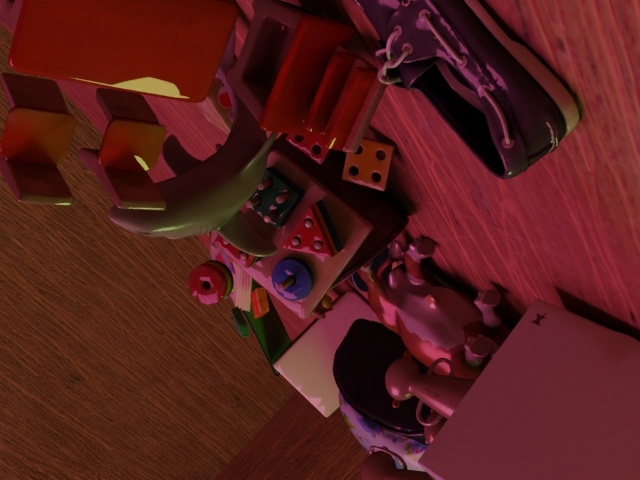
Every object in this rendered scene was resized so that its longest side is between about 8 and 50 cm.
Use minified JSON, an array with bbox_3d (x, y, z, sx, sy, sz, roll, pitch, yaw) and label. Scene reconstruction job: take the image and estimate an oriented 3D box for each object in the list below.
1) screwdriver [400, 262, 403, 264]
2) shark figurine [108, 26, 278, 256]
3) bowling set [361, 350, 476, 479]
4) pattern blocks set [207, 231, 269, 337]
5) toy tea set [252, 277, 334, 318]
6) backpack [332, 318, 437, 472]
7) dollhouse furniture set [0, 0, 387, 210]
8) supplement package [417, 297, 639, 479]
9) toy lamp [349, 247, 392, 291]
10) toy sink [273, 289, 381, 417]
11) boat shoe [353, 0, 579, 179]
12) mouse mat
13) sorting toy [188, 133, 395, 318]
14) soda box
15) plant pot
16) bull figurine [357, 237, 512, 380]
[{"bbox_3d":[0.164,0.093,1.159,0.025,0.024,0.169,-14,119,43],"label":"screwdriver"},{"bbox_3d":[-0.076,-0.103,0.774,0.166,0.278,0.116,27,138,-22],"label":"shark figurine"},{"bbox_3d":[0.146,0.284,0.962,0.154,0.286,0.200,17,178,32],"label":"bowling set"},{"bbox_3d":[-0.161,0.024,1.484,0.285,0.026,0.324,49,147,46],"label":"pattern blocks set"},{"bbox_3d":[-0.086,0.022,1.615,0.200,0.124,0.336,33,179,-32],"label":"toy tea set"},{"bbox_3d":[0.194,0.331,1.442,0.290,0.273,0.356,25,172,43],"label":"backpack"},{"bbox_3d":[-0.091,-0.140,0.602,0.259,0.261,0.135,2,-147,-40],"label":"dollhouse furniture set"},{"bbox_3d":[0.264,0.230,0.774,0.199,0.198,0.262,25,160,45],"label":"supplement package"},{"bbox_3d":[0.000,0.000,1.240,0.275,0.080,0.080,30,162,51],"label":"toy lamp"},{"bbox_3d":[0.048,0.207,1.651,0.153,0.234,0.131,43,-161,1],"label":"toy sink"},{"bbox_3d":[0.068,-0.122,0.524,0.206,0.065,0.075,43,170,4],"label":"boat shoe"},{"bbox_3d":[-0.111,0.170,1.693,0.189,0.007,0.152,64,-162,-9],"label":"mouse mat"},{"bbox_3d":[-0.033,-0.008,0.850,0.132,0.274,0.046,40,-154,9],"label":"sorting toy"},{"bbox_3d":[-0.136,-0.205,0.990,0.061,0.058,0.181,36,167,35],"label":"soda box"},{"bbox_3d":[-0.013,-0.041,0.941,0.165,0.167,0.167,54,169,-6],"label":"plant pot"},{"bbox_3d":[0.167,0.110,0.981,0.310,0.101,0.188,32,160,33],"label":"bull figurine"}]
